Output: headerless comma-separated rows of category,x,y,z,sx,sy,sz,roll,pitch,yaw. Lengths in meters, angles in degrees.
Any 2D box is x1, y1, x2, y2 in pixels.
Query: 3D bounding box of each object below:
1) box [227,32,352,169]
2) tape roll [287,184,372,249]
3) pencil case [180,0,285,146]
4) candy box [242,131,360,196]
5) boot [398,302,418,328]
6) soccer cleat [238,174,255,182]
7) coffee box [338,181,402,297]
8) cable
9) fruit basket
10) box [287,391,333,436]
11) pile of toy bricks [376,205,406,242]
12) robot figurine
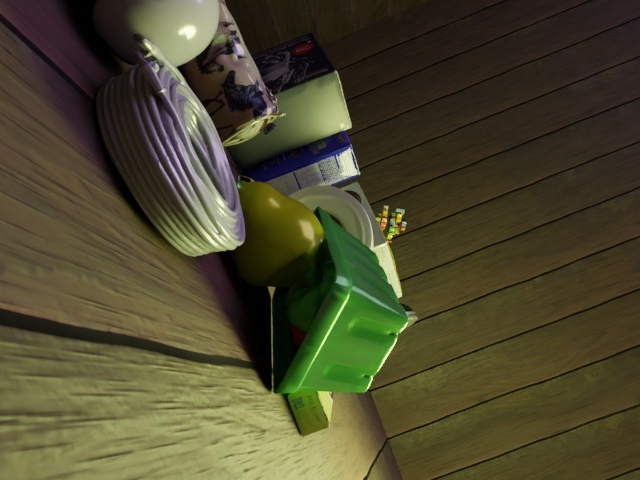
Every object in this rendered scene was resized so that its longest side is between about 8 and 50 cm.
box,-0.124,-0.407,1.385,0.313,0.343,0.179,-109,178,-47
tape roll,0.000,0.000,1.289,0.100,0.286,0.286,55,14,-75
pencil case,-0.236,-0.431,1.113,0.160,0.183,0.410,-80,148,-83
candy box,-0.071,-0.248,1.448,0.268,0.317,0.122,-106,176,-50
boot,0.070,0.091,1.502,0.146,0.366,0.445,-57,-133,50
soccer cleat,-0.155,-0.111,1.172,0.121,0.093,0.289,61,4,-12
coffee box,0.077,0.052,1.811,0.338,0.334,0.338,65,4,-47
cable,-0.182,-0.100,0.632,0.257,0.089,0.257,9,61,-87
fruit basket,-0.052,0.066,0.903,0.392,0.283,0.392,25,17,-8
box,-0.015,0.312,0.990,0.232,0.058,0.087,-1,70,-86
pile of toy bricks,0.263,-0.046,1.817,0.212,0.118,0.105,91,9,-77
robot figurine,-0.245,-0.369,0.645,0.278,0.209,0.173,68,-18,5
